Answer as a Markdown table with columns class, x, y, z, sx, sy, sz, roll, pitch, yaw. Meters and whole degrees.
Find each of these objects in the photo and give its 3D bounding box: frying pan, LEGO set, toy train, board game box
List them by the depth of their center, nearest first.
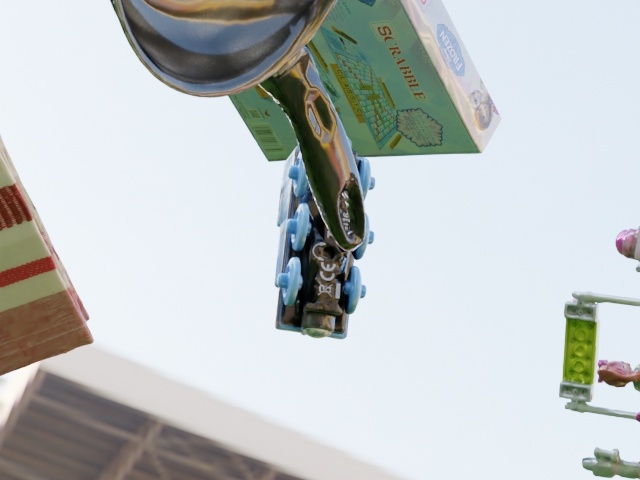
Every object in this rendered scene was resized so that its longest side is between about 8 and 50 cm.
| class | x | y | z | sx | sy | sz | roll | pitch | yaw |
| --- | --- | --- | --- | --- | --- | --- | --- | --- | --- |
| frying pan | -0.015 | -0.143 | 0.910 | 0.053 | 0.197 | 0.326 | 24 | -10 | 31 |
| LEGO set | 0.196 | 0.130 | 1.169 | 0.107 | 0.287 | 0.132 | 7 | -9 | 24 |
| toy train | 0.000 | 0.000 | 1.523 | 0.080 | 0.184 | 0.105 | 8 | -16 | -11 |
| board game box | 0.003 | -0.229 | 1.976 | 0.318 | 0.066 | 0.318 | 1 | -45 | 38 |

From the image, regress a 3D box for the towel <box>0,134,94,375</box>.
| class | x | y | z | sx | sy | sz | roll | pitch | yaw |
| --- | --- | --- | --- | --- | --- | --- | --- | --- | --- |
| towel | -0.338 | -0.015 | 1.319 | 0.237 | 0.037 | 0.329 | -19 | -58 | 2 |
